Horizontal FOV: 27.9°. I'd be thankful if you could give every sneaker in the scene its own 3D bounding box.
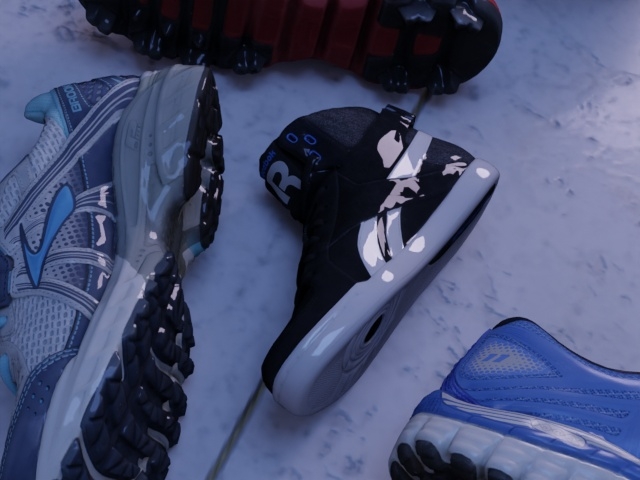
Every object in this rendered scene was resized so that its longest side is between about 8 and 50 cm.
[{"bbox_3d":[-0.127,0.028,0.658,0.122,0.110,0.283,1,49,9],"label":"sneaker"},{"bbox_3d":[-0.024,-0.174,0.818,0.276,0.097,0.135,5,53,-13],"label":"sneaker"},{"bbox_3d":[0.207,0.132,0.629,0.330,0.130,0.147,28,55,7],"label":"sneaker"},{"bbox_3d":[0.000,0.000,0.714,0.121,0.079,0.217,32,45,14],"label":"sneaker"}]
